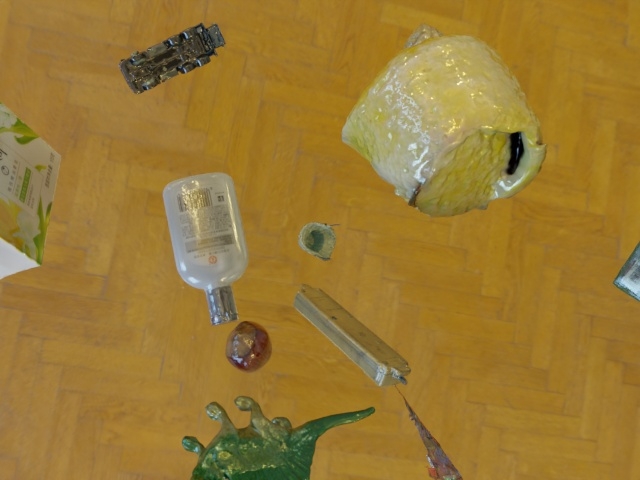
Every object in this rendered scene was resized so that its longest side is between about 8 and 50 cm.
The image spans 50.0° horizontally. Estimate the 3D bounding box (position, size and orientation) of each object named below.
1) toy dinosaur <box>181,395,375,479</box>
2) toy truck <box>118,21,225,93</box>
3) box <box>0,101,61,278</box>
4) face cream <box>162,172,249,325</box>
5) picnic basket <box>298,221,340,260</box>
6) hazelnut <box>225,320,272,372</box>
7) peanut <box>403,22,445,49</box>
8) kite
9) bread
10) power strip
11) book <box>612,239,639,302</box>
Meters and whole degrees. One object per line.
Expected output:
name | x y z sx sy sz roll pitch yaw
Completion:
toy dinosaur | -0.021 0.107 0.349 0.120 0.060 0.029 -2 118 -26
toy truck | -0.279 -0.350 1.293 0.202 0.088 0.074 -30 117 -13
box | -0.569 -0.092 1.188 0.111 0.194 0.260 -15 55 17
face cream | -0.210 0.017 1.323 0.144 0.071 0.291 -13 81 -7
picnic basket | 0.000 0.000 1.202 0.083 0.083 0.065 30 75 -34
hazelnut | -0.115 0.173 1.118 0.087 0.086 0.086 1 86 -11
peanut | 0.161 -0.222 1.018 0.093 0.083 0.194 -31 114 -51
kite | 0.145 0.275 0.826 0.009 0.189 0.232 -21 73 -9
bread | 0.130 -0.118 0.740 0.197 0.197 0.170 -17 59 -12
power strip | 0.051 0.167 1.208 0.064 0.305 0.044 0 116 -41
book | 0.680 0.074 1.184 0.026 0.289 0.201 5 118 -48
